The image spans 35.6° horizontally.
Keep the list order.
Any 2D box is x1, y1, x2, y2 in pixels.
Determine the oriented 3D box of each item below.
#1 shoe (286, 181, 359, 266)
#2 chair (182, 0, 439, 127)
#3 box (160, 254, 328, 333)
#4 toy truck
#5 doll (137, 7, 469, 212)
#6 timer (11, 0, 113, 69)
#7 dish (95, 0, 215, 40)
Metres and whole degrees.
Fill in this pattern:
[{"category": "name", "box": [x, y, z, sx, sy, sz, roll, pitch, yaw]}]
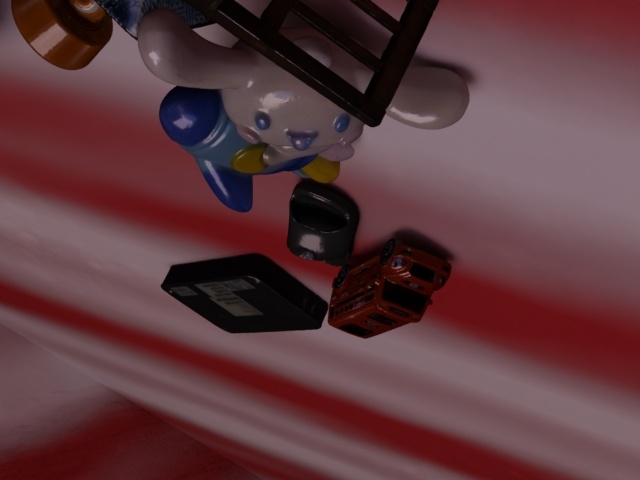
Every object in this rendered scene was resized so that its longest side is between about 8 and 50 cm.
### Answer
[{"category": "shoe", "box": [0.000, 0.000, 1.618, 0.108, 0.093, 0.241, 20, 157, 13]}, {"category": "chair", "box": [-0.035, -0.309, 0.897, 0.416, 0.203, 0.240, 31, 158, -16]}, {"category": "box", "box": [-0.161, 0.117, 2.042, 0.211, 0.058, 0.350, 39, 151, -28]}, {"category": "toy truck", "box": [0.109, 0.087, 1.649, 0.107, 0.114, 0.252, 23, 157, -18]}, {"category": "doll", "box": [-0.059, -0.150, 1.237, 0.376, 0.187, 0.365, 26, 158, -12]}, {"category": "timer", "box": [-0.293, -0.308, 1.263, 0.152, 0.132, 0.132, -27, 129, 30]}, {"category": "dish", "box": [-0.222, -0.345, 1.135, 0.181, 0.080, 0.243, -1, 145, 43]}]
